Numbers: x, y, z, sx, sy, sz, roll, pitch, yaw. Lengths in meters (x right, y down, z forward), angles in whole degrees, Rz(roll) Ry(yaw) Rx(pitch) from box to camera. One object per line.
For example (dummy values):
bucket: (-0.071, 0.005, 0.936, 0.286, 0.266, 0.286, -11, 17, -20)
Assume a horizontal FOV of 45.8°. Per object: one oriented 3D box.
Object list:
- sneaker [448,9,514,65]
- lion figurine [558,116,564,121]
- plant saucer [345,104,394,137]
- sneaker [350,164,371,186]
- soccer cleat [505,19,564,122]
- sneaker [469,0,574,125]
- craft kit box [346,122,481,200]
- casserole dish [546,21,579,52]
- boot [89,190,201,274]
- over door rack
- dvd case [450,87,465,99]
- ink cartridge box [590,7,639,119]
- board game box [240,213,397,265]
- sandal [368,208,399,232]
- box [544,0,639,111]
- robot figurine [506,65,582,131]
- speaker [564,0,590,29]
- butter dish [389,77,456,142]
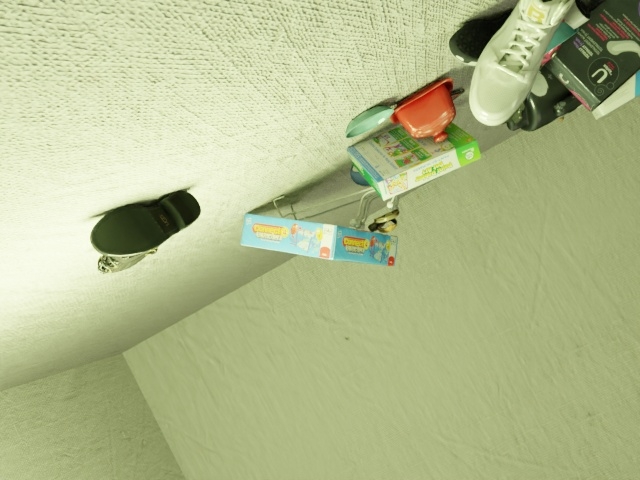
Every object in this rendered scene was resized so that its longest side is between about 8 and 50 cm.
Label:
sneaker: (0.309, -0.359, 1.410, 0.234, 0.084, 0.097, -25, 175, -36)
lion figurine: (0.715, -0.461, 2.304, 0.392, 0.142, 0.240, -21, 164, -31)
plant saucer: (0.101, -0.259, 1.630, 0.119, 0.021, 0.119, -28, 174, -3)
sneaker: (0.196, -0.240, 2.015, 0.296, 0.112, 0.131, -20, 146, 24)
soccer cleat: (0.420, -0.396, 1.624, 0.115, 0.143, 0.331, 4, 148, -5)
sneaker: (0.328, -0.337, 1.230, 0.293, 0.108, 0.169, -63, 168, 2)
craft kit box: (0.213, -0.207, 1.785, 0.246, 0.061, 0.250, -26, -151, -2)
casserole dish: (0.401, -0.360, 1.445, 0.188, 0.037, 0.114, -33, -174, 11)
boot: (-0.361, 0.011, 1.433, 0.229, 0.091, 0.263, -33, 175, 40)
over door rack: (0.055, -0.081, 2.110, 0.324, 0.108, 0.239, -7, 178, 8)
dvd case: (0.296, -0.344, 1.890, 0.119, 0.013, 0.087, -25, 174, -41)
ink cartridge box: (0.702, -0.442, 1.858, 0.171, 0.233, 0.168, -30, 177, 16)
board game box: (0.000, 0.000, 2.035, 0.308, 0.086, 0.301, 8, 180, 36)
sandal: (0.176, -0.044, 2.051, 0.072, 0.049, 0.180, -25, 174, -14)
box: (0.663, -0.446, 1.699, 0.270, 0.165, 0.143, -42, 173, 8)
robot figurine: (0.605, -0.401, 2.062, 0.278, 0.209, 0.174, -27, 162, -10)
speaker: (0.514, -0.463, 1.641, 0.055, 0.055, 0.136, -23, 172, -46)
butter dish: (0.249, -0.276, 1.711, 0.160, 0.118, 0.160, -29, 174, 9)
